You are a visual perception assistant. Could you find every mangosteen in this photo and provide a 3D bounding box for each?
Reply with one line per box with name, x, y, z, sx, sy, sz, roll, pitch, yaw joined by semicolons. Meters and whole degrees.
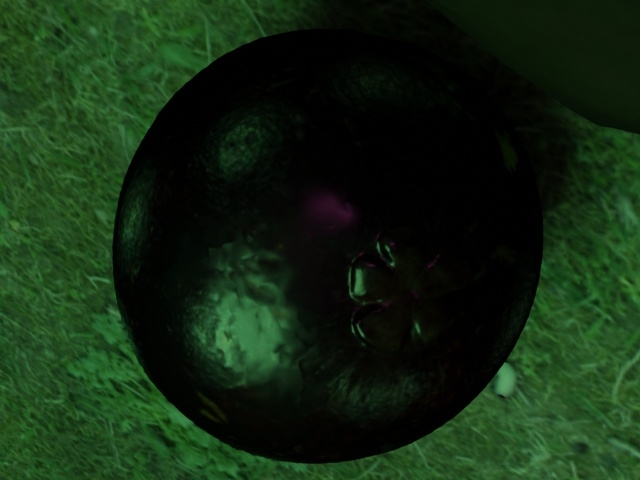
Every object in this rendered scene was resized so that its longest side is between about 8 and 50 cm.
mangosteen;0.000;0.000;1.236;0.288;0.288;0.288;23;142;20

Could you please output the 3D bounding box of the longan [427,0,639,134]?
longan;0.193;-0.218;0.726;0.404;0.404;0.436;23;137;20
